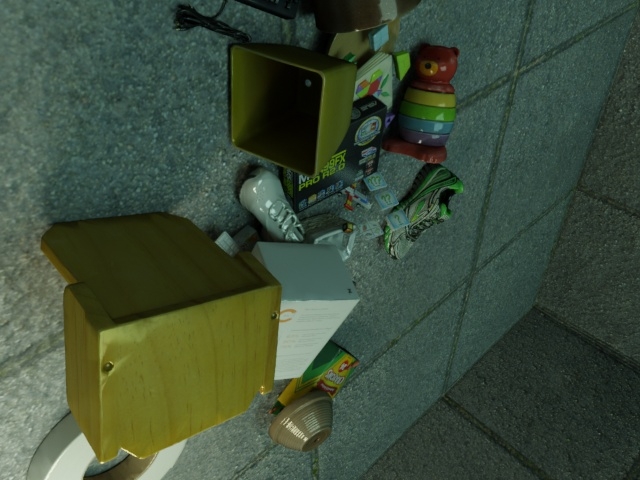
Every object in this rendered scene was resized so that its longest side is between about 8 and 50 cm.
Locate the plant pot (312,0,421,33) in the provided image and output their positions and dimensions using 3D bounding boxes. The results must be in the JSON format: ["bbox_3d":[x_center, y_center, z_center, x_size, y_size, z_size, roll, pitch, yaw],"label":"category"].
[{"bbox_3d":[0.065,-0.543,1.031,0.215,0.215,0.230,-39,132,-24],"label":"plant pot"}]

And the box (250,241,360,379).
[{"bbox_3d":[-0.096,0.179,1.327,0.215,0.168,0.345,3,137,-32],"label":"box"}]

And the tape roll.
[{"bbox_3d":[-0.495,0.515,1.341,0.392,0.072,0.392,-31,139,-32],"label":"tape roll"}]

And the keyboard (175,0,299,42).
[{"bbox_3d":[-0.153,-0.448,0.975,0.317,0.033,0.201,-3,121,-49],"label":"keyboard"}]

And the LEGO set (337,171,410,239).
[{"bbox_3d":[0.135,-0.101,1.506,0.244,0.182,0.060,-19,167,-40],"label":"LEGO set"}]

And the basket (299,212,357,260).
[{"bbox_3d":[0.000,0.000,1.484,0.167,0.103,0.113,-19,132,-43],"label":"basket"}]

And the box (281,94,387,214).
[{"bbox_3d":[0.030,-0.204,1.331,0.270,0.060,0.216,-29,149,-24],"label":"box"}]

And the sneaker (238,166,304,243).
[{"bbox_3d":[-0.093,-0.054,1.299,0.111,0.129,0.297,-43,144,-16],"label":"sneaker"}]

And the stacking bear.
[{"bbox_3d":[0.291,-0.374,1.486,0.164,0.175,0.288,-22,127,-52],"label":"stacking bear"}]

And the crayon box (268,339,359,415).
[{"bbox_3d":[-0.016,0.504,1.918,0.318,0.081,0.202,-52,147,-4],"label":"crayon box"}]

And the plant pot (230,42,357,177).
[{"bbox_3d":[-0.040,-0.284,1.118,0.187,0.212,0.212,-40,146,-46],"label":"plant pot"}]

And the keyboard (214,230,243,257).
[{"bbox_3d":[-0.194,0.069,1.313,0.072,0.014,0.256,-46,146,-11],"label":"keyboard"}]

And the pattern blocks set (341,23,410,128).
[{"bbox_3d":[0.117,-0.351,1.344,0.285,0.026,0.325,-48,153,-2],"label":"pattern blocks set"}]

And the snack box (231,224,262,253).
[{"bbox_3d":[-0.202,0.043,1.328,0.141,0.037,0.100,-42,145,-19],"label":"snack box"}]

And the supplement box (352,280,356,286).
[{"bbox_3d":[-0.012,0.111,1.487,0.104,0.188,0.080,-17,131,-44],"label":"supplement box"}]

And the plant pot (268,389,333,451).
[{"bbox_3d":[-0.043,0.609,1.807,0.237,0.109,0.237,-25,142,-21],"label":"plant pot"}]

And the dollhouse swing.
[{"bbox_3d":[-0.303,0.143,0.998,0.347,0.305,0.315,-12,114,-47],"label":"dollhouse swing"}]

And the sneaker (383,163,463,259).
[{"bbox_3d":[0.327,-0.083,1.783,0.343,0.146,0.134,-58,147,5],"label":"sneaker"}]

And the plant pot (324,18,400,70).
[{"bbox_3d":[0.088,-0.437,1.253,0.236,0.032,0.236,-37,153,-22],"label":"plant pot"}]
